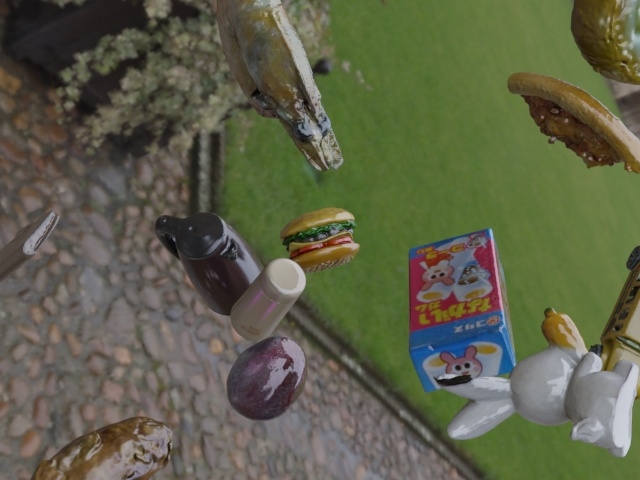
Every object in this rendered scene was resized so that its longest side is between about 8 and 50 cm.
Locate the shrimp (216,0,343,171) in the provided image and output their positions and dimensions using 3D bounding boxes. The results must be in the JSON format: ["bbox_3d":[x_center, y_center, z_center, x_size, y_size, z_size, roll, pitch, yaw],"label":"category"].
[{"bbox_3d":[-0.061,-0.200,1.203,0.168,0.077,0.317,106,-37,-61],"label":"shrimp"}]

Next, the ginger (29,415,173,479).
[{"bbox_3d":[-0.359,0.396,1.493,0.165,0.321,0.172,44,5,36],"label":"ginger"}]

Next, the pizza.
[{"bbox_3d":[0.418,-0.189,1.610,0.271,0.056,0.134,42,-26,9],"label":"pizza"}]

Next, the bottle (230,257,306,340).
[{"bbox_3d":[-0.048,0.055,0.911,0.045,0.096,0.045,12,57,-19],"label":"bottle"}]

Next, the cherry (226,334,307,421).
[{"bbox_3d":[-0.096,0.260,1.886,0.140,0.176,0.176,48,22,0],"label":"cherry"}]

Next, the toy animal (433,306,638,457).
[{"bbox_3d":[0.223,0.147,1.010,0.127,0.181,0.131,-19,112,-47],"label":"toy animal"}]

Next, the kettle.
[{"bbox_3d":[-0.222,0.027,1.972,0.144,0.202,0.232,-56,152,-19],"label":"kettle"}]

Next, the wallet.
[{"bbox_3d":[-0.471,0.018,1.546,0.039,0.152,0.118,43,40,-18],"label":"wallet"}]

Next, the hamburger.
[{"bbox_3d":[0.000,0.000,1.951,0.162,0.162,0.115,5,67,-67],"label":"hamburger"}]

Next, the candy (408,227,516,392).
[{"bbox_3d":[0.232,0.110,1.649,0.306,0.157,0.100,-81,153,-60],"label":"candy"}]

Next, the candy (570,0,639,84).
[{"bbox_3d":[0.507,-0.371,1.540,0.118,0.260,0.260,33,-16,51],"label":"candy"}]

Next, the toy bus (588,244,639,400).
[{"bbox_3d":[0.586,0.109,1.724,0.335,0.121,0.123,-62,-179,-12],"label":"toy bus"}]
